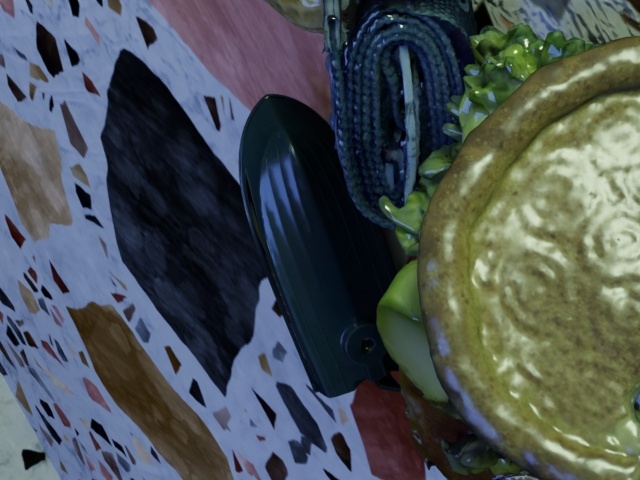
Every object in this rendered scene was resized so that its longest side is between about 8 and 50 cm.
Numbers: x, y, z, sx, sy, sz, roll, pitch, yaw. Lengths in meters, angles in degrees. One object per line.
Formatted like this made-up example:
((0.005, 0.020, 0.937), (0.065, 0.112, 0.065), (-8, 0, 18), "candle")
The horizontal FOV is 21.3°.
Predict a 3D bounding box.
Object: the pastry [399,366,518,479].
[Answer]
((0.154, 0.138, 1.439), (0.218, 0.100, 0.229), (57, 153, 4), "pastry")

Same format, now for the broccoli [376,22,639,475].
((0.171, 0.027, 1.149), (0.334, 0.272, 0.324), (53, 173, 20), "broccoli")

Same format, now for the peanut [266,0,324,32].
((-0.023, -0.230, 1.372), (0.194, 0.083, 0.093), (46, 116, 47), "peanut")

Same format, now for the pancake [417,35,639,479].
((0.201, 0.017, 0.985), (0.288, 0.286, 0.033), (13, 175, 6), "pancake")

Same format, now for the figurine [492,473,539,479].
((0.237, 0.272, 1.318), (0.181, 0.257, 0.208), (44, 109, 34), "figurine")

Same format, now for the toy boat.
((0.000, 0.000, 1.554), (0.122, 0.114, 0.296), (-133, 21, -69), "toy boat")

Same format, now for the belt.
((0.066, -0.123, 1.295), (0.128, 0.122, 0.218), (-89, -5, -49), "belt")
